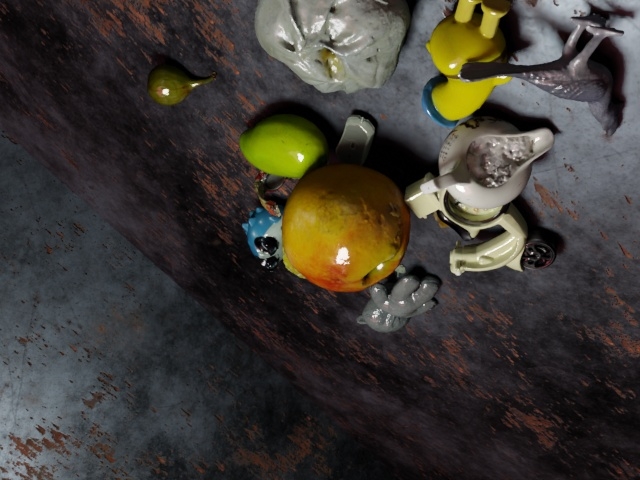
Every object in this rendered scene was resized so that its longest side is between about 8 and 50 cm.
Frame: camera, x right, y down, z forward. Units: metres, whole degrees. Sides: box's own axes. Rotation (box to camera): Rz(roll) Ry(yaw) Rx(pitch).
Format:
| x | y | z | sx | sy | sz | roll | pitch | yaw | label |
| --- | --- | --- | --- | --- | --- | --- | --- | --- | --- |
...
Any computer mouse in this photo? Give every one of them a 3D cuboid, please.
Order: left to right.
| x | y | z | sx | sy | sz | roll | pitch | yaw | label |
| --- | --- | --- | --- | --- | --- | --- | --- | --- | --- |
| 0.098 | -0.277 | 1.747 | 0.089 | 0.056 | 0.181 | 26 | 143 | 6 | computer mouse |

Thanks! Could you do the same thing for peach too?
| x | y | z | sx | sy | sz | roll | pitch | yaw | label |
| --- | --- | --- | --- | --- | --- | --- | --- | --- | --- |
| 0.059 | -0.045 | 1.715 | 0.290 | 0.372 | 0.373 | 2 | 178 | -43 | peach |

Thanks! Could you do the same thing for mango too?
| x | y | z | sx | sy | sz | roll | pitch | yaw | label |
| --- | --- | --- | --- | --- | --- | --- | --- | --- | --- |
| -0.120 | -0.276 | 1.871 | 0.343 | 0.156 | 0.192 | 10 | 135 | 43 | mango |

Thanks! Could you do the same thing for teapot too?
| x | y | z | sx | sy | sz | roll | pitch | yaw | label |
| --- | --- | --- | --- | --- | --- | --- | --- | --- | --- |
| 0.360 | -0.167 | 1.450 | 0.208 | 0.300 | 0.166 | 66 | 166 | -14 | teapot |

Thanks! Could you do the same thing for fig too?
| x | y | z | sx | sy | sz | roll | pitch | yaw | label |
| --- | --- | --- | --- | --- | --- | --- | --- | --- | --- |
| -0.412 | -0.482 | 1.953 | 0.237 | 0.124 | 0.124 | -6 | 136 | 18 | fig |

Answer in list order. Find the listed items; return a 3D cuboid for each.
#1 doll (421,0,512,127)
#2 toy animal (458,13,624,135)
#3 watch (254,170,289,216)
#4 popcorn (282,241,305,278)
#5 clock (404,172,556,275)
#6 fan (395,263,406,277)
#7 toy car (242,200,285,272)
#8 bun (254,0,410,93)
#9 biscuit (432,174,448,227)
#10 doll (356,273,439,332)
| x | y | z | sx | sy | sz | roll | pitch | yaw | label |
| --- | --- | --- | --- | --- | --- | --- | --- | --- | --- |
| 0.301 | -0.355 | 1.342 | 0.199 | 0.145 | 0.363 | 38 | 157 | 19 | doll |
| 0.471 | -0.327 | 1.217 | 0.367 | 0.081 | 0.205 | 16 | 133 | -15 | toy animal |
| -0.102 | -0.141 | 1.990 | 0.268 | 0.165 | 0.102 | 59 | 173 | 44 | watch |
| 0.005 | -0.003 | 2.076 | 0.277 | 0.225 | 0.276 | 2 | 131 | 3 | popcorn |
| 0.413 | -0.040 | 1.669 | 0.277 | 0.120 | 0.379 | -25 | 117 | 30 | clock |
| 0.264 | 0.102 | 2.176 | 0.056 | 0.004 | 0.083 | 22 | 148 | 20 | fan |
| -0.176 | -0.030 | 2.256 | 0.190 | 0.188 | 0.255 | 39 | 159 | 19 | toy car |
| 0.014 | -0.447 | 1.377 | 0.355 | 0.194 | 0.354 | 12 | 157 | 5 | bun |
| 0.343 | -0.097 | 1.755 | 0.118 | 0.061 | 0.183 | 15 | 144 | 29 | biscuit |
| 0.271 | 0.190 | 2.195 | 0.246 | 0.158 | 0.340 | 9 | 138 | -16 | doll |
